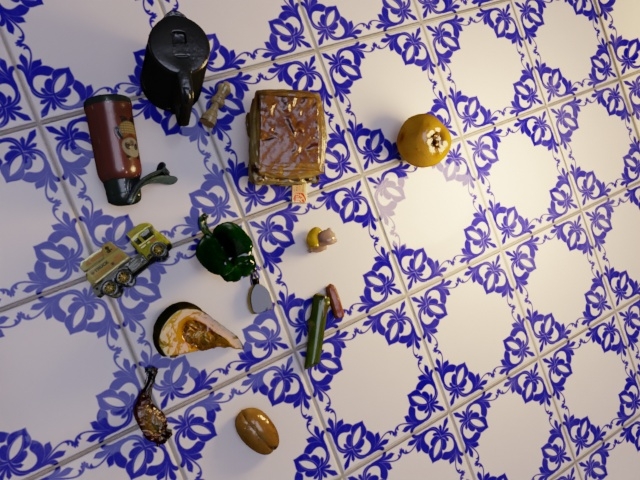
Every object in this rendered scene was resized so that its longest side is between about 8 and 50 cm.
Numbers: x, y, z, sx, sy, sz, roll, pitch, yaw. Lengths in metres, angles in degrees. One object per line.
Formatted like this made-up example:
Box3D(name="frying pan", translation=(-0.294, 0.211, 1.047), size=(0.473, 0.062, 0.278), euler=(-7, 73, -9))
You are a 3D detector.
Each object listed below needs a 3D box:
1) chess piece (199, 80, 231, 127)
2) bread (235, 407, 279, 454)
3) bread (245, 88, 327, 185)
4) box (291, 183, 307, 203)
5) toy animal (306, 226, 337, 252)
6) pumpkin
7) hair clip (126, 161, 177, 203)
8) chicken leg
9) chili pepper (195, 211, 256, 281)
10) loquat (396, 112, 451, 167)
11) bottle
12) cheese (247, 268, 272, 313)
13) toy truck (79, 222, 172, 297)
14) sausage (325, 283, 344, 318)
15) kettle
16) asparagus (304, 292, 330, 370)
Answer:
Box3D(name="chess piece", translation=(-0.356, -0.474, 1.823), size=(0.060, 0.060, 0.172), euler=(28, 75, -17))
Box3D(name="bread", translation=(-0.210, 0.651, 1.795), size=(0.114, 0.077, 0.189), euler=(-43, 99, -23))
Box3D(name="bread", translation=(-0.127, -0.352, 1.844), size=(0.277, 0.167, 0.325), euler=(-4, 97, -22))
Box3D(name="box", translation=(-0.078, -0.183, 1.931), size=(0.058, 0.015, 0.093), euler=(2, 85, -23))
Box3D(name="toy animal", translation=(0.000, 0.000, 1.923), size=(0.114, 0.082, 0.091), euler=(-18, 49, -6))
Box3D(name="pumpkin", translation=(-0.406, 0.327, 1.705), size=(0.280, 0.139, 0.190), euler=(41, 70, -11))
Box3D(name="hair clip", translation=(-0.539, -0.175, 1.646), size=(0.048, 0.275, 0.083), euler=(-30, 103, 23))
Box3D(name="chicken leg", translation=(-0.543, 0.533, 1.687), size=(0.105, 0.051, 0.254), euler=(-10, 89, -27))
Box3D(name="chili pepper", translation=(-0.323, 0.017, 1.751), size=(0.174, 0.261, 0.165), euler=(-44, 143, -3))
Box3D(name="loquat", translation=(0.395, -0.383, 2.030), size=(0.207, 0.208, 0.208), euler=(1, 86, -21))
Box3D(name="bottle", translation=(-0.640, -0.276, 1.659), size=(0.143, 0.144, 0.337), euler=(-11, 93, -21))
Box3D(name="cheese", translation=(-0.221, 0.170, 1.841), size=(0.086, 0.036, 0.163), euler=(-13, 91, -19))
Box3D(name="toy truck", translation=(-0.611, 0.056, 1.657), size=(0.272, 0.124, 0.157), euler=(-41, 91, -15))
Box3D(name="sausage", translation=(0.052, 0.222, 1.942), size=(0.041, 0.039, 0.131), euler=(-18, 92, -14))
Box3D(name="kettle", translation=(-0.463, -0.519, 1.649), size=(0.203, 0.308, 0.262), euler=(21, 79, -17))
Box3D(name="asparagus", translation=(-0.014, 0.329, 1.899), size=(0.067, 0.060, 0.278), euler=(9, 84, -31))
